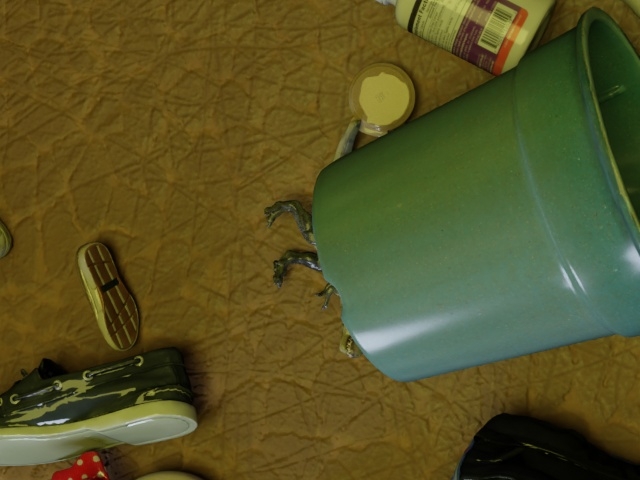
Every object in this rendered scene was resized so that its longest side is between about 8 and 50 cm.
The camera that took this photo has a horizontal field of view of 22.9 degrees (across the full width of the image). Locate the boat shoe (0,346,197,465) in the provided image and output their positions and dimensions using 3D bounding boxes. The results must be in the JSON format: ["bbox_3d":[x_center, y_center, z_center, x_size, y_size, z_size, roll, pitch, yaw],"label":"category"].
[{"bbox_3d":[-0.308,0.192,1.890,0.340,0.127,0.113,-14,64,23],"label":"boat shoe"}]

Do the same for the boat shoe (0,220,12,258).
[{"bbox_3d":[-0.438,-0.038,1.920,0.056,0.048,0.153,-39,87,15],"label":"boat shoe"}]

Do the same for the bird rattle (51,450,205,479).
[{"bbox_3d":[-0.206,0.358,1.896,0.207,0.143,0.253,-25,87,-5],"label":"bird rattle"}]

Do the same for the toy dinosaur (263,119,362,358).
[{"bbox_3d":[0.000,0.000,1.813,0.118,0.064,0.268,-4,96,9],"label":"toy dinosaur"}]

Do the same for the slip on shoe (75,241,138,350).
[{"bbox_3d":[-0.260,0.068,1.896,0.041,0.051,0.135,-9,107,54],"label":"slip on shoe"}]

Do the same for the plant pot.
[{"bbox_3d":[0.194,-0.018,1.640,0.334,0.341,0.341,-22,92,24],"label":"plant pot"}]

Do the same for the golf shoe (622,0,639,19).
[{"bbox_3d":[0.404,-0.181,1.664,0.306,0.115,0.140,39,108,7],"label":"golf shoe"}]

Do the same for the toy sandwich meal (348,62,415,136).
[{"bbox_3d":[0.070,-0.159,1.791,0.085,0.029,0.086,0,92,14],"label":"toy sandwich meal"}]

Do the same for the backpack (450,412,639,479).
[{"bbox_3d":[0.255,0.319,1.703,0.263,0.276,0.213,32,117,11],"label":"backpack"}]

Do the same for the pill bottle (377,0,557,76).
[{"bbox_3d":[0.148,-0.260,1.716,0.193,0.108,0.108,29,103,9],"label":"pill bottle"}]
